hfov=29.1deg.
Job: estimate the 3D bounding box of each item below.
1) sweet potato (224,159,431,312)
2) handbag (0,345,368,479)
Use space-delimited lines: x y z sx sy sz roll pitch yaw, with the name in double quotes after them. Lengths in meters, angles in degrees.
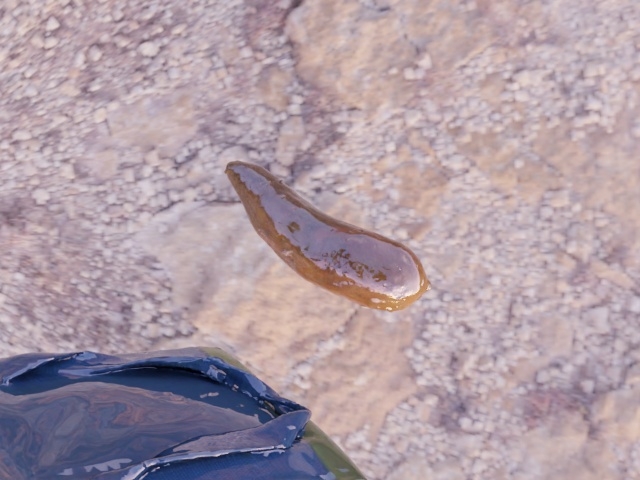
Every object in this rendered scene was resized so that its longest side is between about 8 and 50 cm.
-0.002 0.001 1.493 0.291 0.097 0.097 30 78 5 "sweet potato"
-0.123 0.186 0.714 0.241 0.263 0.222 1 117 -41 "handbag"
